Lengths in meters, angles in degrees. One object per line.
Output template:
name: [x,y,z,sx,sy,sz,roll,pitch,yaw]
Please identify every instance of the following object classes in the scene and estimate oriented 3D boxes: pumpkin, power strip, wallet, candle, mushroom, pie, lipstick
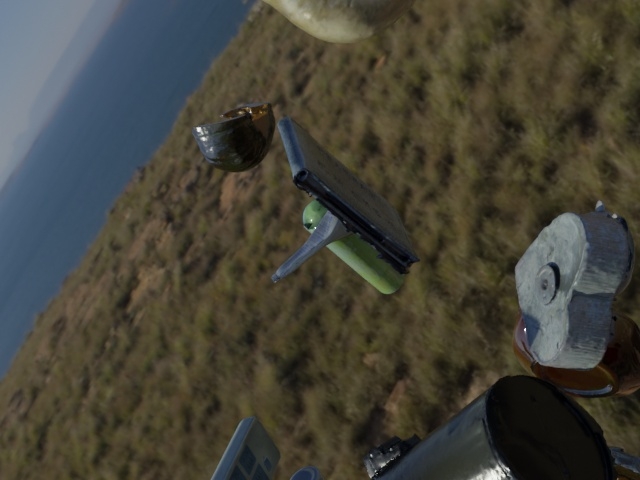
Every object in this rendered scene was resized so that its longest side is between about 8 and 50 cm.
pumpkin: [-0.142,-0.176,1.393,0.118,0.108,0.183,-12,17,25]
power strip: [-0.104,0.316,1.043,0.035,0.081,0.192,-21,21,26]
wallet: [0.036,-0.059,1.035,0.036,0.222,0.167,-42,29,15]
candle: [0.301,0.054,0.975,0.168,0.068,0.192,-133,53,-76]
mushroom: [0.027,-0.369,0.949,0.260,0.254,0.234,-21,7,-14]
pie: [0.644,0.493,1.656,0.046,0.195,0.195,-52,17,-23]
lipstick: [0.071,0.016,1.640,0.076,0.304,0.076,-21,50,26]

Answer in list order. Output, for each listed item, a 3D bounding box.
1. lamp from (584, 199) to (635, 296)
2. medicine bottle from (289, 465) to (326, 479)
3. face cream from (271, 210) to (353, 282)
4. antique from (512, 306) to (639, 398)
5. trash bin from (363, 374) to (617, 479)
lamp: [0.573,0.052,1.604,0.179,0.107,0.246,-69,-19,-71]
medicine bottle: [-0.008,0.562,1.729,0.080,0.130,0.080,-25,23,11]
face cream: [0.000,0.000,1.427,0.224,0.070,0.114,-43,6,-3]
antique: [0.498,0.210,1.523,0.223,0.278,0.129,-59,5,50]
trash bin: [0.210,0.328,1.053,0.252,0.202,0.301,57,134,20]
